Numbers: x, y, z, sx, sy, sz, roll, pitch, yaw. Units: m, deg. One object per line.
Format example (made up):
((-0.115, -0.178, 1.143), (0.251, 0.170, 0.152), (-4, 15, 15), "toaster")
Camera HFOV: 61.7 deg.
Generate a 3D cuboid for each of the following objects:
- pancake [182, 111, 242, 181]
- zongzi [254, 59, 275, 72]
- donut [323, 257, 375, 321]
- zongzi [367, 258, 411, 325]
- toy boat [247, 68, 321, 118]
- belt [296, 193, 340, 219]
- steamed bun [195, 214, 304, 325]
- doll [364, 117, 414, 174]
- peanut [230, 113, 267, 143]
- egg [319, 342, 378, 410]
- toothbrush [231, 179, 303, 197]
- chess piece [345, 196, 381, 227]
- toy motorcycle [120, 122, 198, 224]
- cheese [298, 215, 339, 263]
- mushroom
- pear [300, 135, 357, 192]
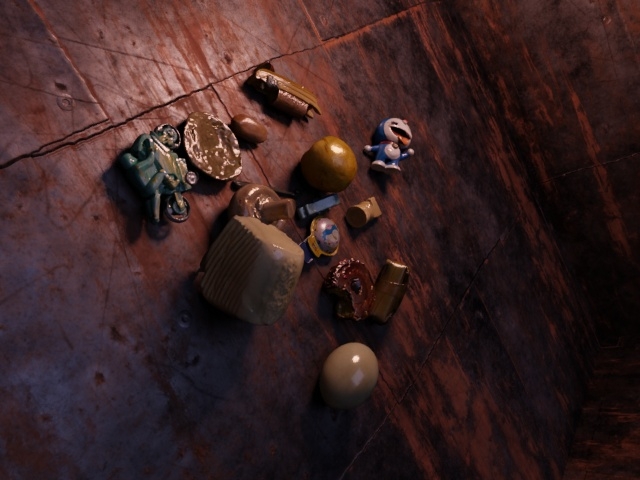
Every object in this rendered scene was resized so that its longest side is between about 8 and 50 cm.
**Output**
((-0.344, -0.288, 1.670), (0.241, 0.050, 0.242), (30, 46, -37), "pancake")
((-0.195, -0.634, 1.951), (0.083, 0.067, 0.074), (20, 50, -60), "zongzi")
((0.104, 0.177, 1.953), (0.230, 0.096, 0.216), (52, 45, -20), "donut")
((0.269, 0.206, 2.133), (0.289, 0.122, 0.260), (41, 71, -81), "zongzi")
((-0.125, -0.521, 1.946), (0.310, 0.089, 0.116), (17, 69, -42), "toy boat")
((-0.016, -0.123, 1.955), (0.179, 0.100, 0.065), (-22, 95, -31), "belt")
((-0.164, 0.095, 1.565), (0.272, 0.273, 0.291), (5, 114, -48), "steamed bun")
((0.298, -0.409, 2.295), (0.215, 0.161, 0.257), (17, 66, -13), "doll")
((-0.238, -0.373, 1.798), (0.152, 0.076, 0.076), (20, 63, -45), "peanut")
((0.094, 0.453, 1.788), (0.253, 0.186, 0.187), (-45, 110, -40), "egg")
((-0.176, -0.177, 1.831), (0.297, 0.030, 0.030), (5, 48, -43), "toothbrush")
((0.184, -0.116, 2.148), (0.200, 0.090, 0.090), (-28, 98, -57), "chess piece")
((-0.454, -0.190, 1.499), (0.198, 0.109, 0.297), (-10, 83, -44), "toy motorcycle")
((0.000, 0.000, 1.925), (0.250, 0.064, 0.157), (-43, 107, -46), "cheese")
((-0.173, -0.083, 1.670), (0.207, 0.215, 0.208), (17, 68, -51), "mushroom")
((0.036, -0.271, 1.945), (0.208, 0.208, 0.209), (16, 66, -41), "pear")
